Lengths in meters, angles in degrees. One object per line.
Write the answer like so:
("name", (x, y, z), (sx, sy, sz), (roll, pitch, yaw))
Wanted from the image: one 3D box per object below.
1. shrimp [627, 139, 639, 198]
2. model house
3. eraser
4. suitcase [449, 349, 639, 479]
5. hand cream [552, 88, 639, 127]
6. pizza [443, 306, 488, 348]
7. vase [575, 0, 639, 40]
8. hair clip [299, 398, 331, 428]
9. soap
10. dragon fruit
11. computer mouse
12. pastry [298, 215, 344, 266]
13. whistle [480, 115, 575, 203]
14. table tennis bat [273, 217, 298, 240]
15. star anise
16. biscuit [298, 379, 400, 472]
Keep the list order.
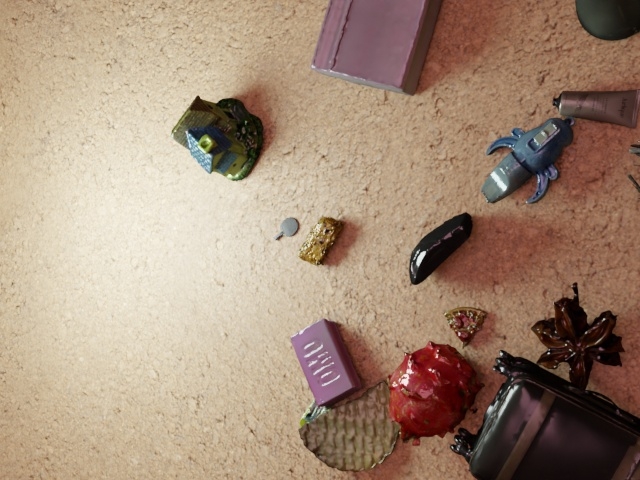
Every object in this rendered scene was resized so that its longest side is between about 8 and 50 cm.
("shrimp", (0.725, -0.132, 1.620), (0.137, 0.172, 0.372), (-29, 82, 28))
("model house", (-0.285, -0.288, 2.120), (0.195, 0.189, 0.214), (-47, 68, 19))
("eraser", (0.154, -0.571, 1.953), (0.272, 0.122, 0.359), (20, 97, 26))
("suitcase", (0.522, 0.445, 1.637), (0.433, 0.194, 0.283), (27, 103, 11))
("hand cream", (0.620, -0.305, 1.750), (0.186, 0.054, 0.087), (8, 96, 20))
("pizza", (0.356, 0.195, 1.864), (0.099, 0.029, 0.100), (-35, 73, 20))
("vase", (0.604, -0.543, 1.615), (0.173, 0.321, 0.173), (-2, 86, 26))
("hair clip", (-0.002, 0.434, 2.027), (0.060, 0.033, 0.188), (30, 92, 28))
("soap", (0.014, 0.314, 1.990), (0.122, 0.065, 0.203), (-33, 66, 17))
("dragon fruit", (0.251, 0.365, 1.820), (0.205, 0.210, 0.268), (42, 112, 40))
("computer mouse", (0.280, 0.013, 1.864), (0.073, 0.122, 0.217), (44, 107, -3))
("pastry", (0.000, 0.000, 2.036), (0.080, 0.056, 0.140), (29, 98, 13))
("whistle", (0.482, -0.188, 1.795), (0.269, 0.093, 0.180), (-44, 64, 24))
("table tennis bat", (-0.095, -0.028, 2.111), (0.083, 0.007, 0.050), (-40, 72, 18))
("star anise", (0.574, 0.219, 1.702), (0.190, 0.125, 0.220), (48, 130, 20))
("biscuit", (0.093, 0.489, 1.958), (0.273, 0.036, 0.187), (-28, 82, 12))
